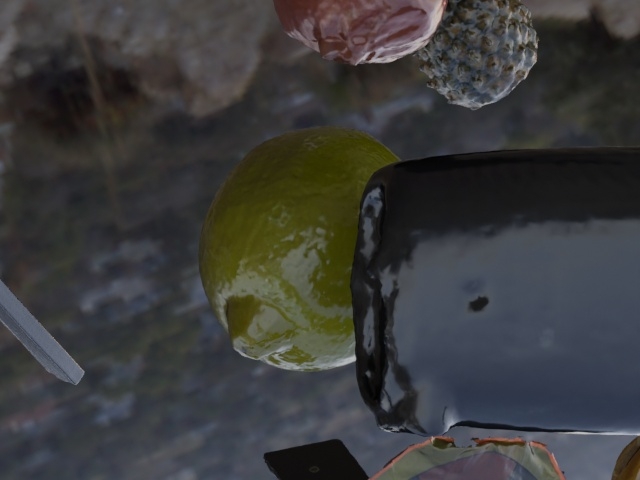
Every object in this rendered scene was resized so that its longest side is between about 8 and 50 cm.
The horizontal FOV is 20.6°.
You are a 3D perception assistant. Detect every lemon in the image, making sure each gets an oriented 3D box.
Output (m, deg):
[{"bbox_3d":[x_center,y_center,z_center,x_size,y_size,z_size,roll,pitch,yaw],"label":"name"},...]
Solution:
[{"bbox_3d":[0.000,0.000,1.396,0.184,0.184,0.248,-36,-164,43],"label":"lemon"}]

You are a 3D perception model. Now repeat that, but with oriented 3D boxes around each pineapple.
[{"bbox_3d":[0.101,-0.232,1.536,0.125,0.125,0.251,-27,129,13],"label":"pineapple"}]

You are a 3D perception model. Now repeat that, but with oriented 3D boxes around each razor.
[{"bbox_3d":[0.194,0.037,1.227,0.349,0.204,0.113,-1,178,-16],"label":"razor"}]

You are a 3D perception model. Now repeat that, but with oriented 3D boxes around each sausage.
[{"bbox_3d":[0.035,-0.243,1.338,0.148,0.254,0.148,3,153,2],"label":"sausage"}]

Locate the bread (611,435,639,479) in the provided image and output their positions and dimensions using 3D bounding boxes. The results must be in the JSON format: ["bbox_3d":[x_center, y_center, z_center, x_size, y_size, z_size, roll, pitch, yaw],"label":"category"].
[{"bbox_3d":[0.372,0.275,1.708,0.092,0.239,0.074,-51,-161,-9],"label":"bread"}]

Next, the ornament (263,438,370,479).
[{"bbox_3d":[-0.018,0.297,1.685,0.081,0.088,0.203,-2,120,-25],"label":"ornament"}]

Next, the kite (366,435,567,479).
[{"bbox_3d":[0.092,0.303,1.298,0.377,0.328,0.013,10,180,-26],"label":"kite"}]

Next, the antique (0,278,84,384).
[{"bbox_3d":[-0.220,0.056,1.272,0.015,0.031,0.192,-57,152,-18],"label":"antique"}]
